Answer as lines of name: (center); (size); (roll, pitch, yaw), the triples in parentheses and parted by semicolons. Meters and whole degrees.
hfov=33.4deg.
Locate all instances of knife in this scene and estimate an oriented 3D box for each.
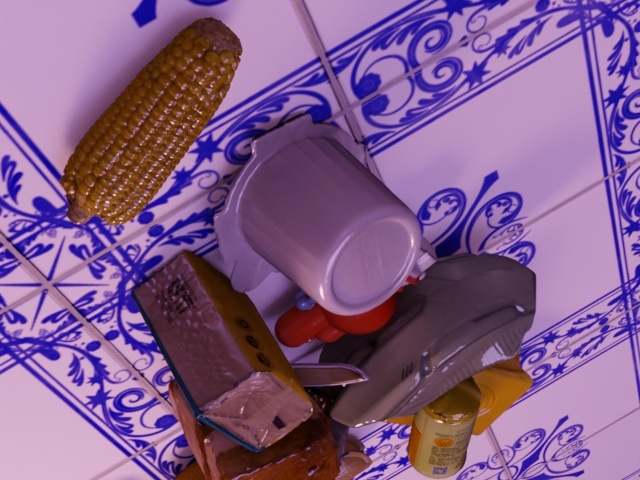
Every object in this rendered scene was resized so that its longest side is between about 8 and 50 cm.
knife: (-0.038, 0.227, 1.820); (0.256, 0.022, 0.046); (-2, 115, 20)

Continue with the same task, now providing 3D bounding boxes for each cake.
cake: (-0.120, 0.301, 1.741); (0.198, 0.293, 0.196); (-25, 140, -17)

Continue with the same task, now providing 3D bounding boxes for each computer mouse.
computer mouse: (0.173, 0.151, 1.828); (0.429, 0.228, 0.145); (-33, 137, 5)

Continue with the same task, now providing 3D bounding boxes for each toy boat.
toy boat: (-0.034, 0.522, 2.184); (0.321, 0.089, 0.121); (-35, 126, -4)

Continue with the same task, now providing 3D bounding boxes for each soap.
soap: (0.261, 0.286, 2.129); (0.324, 0.096, 0.204); (16, 123, -43)

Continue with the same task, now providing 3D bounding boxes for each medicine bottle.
medicine bottle: (0.230, 0.340, 1.997); (0.124, 0.124, 0.239); (-17, 139, -17)

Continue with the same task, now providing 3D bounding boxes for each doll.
doll: (0.055, 0.088, 1.755); (0.290, 0.130, 0.161); (-37, 144, 16)

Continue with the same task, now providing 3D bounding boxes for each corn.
corn: (-0.216, -0.142, 1.339); (0.119, 0.119, 0.322); (21, 114, -45)

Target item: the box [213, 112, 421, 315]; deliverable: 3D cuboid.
box: (0.000, 0.000, 1.516); (0.262, 0.206, 0.291); (24, 103, -47)

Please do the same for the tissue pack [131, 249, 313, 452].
tissue pack: (-0.144, 0.164, 1.592); (0.134, 0.271, 0.192); (-40, 142, 5)

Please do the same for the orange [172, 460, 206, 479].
orange: (-0.183, 0.510, 1.986); (0.236, 0.236, 0.236); (-18, 140, -16)

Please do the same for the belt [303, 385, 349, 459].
belt: (-0.048, 0.351, 1.896); (0.261, 0.184, 0.105); (-42, 154, -40)
